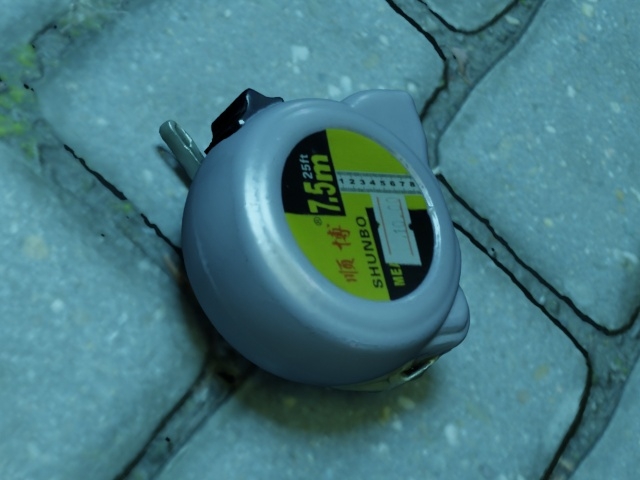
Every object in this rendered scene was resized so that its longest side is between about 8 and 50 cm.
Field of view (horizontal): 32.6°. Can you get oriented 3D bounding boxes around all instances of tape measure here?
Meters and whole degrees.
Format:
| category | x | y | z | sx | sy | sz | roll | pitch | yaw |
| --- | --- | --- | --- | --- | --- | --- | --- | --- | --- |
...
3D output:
| category | x | y | z | sx | sy | sz | roll | pitch | yaw |
| --- | --- | --- | --- | --- | --- | --- | --- | --- | --- |
| tape measure | -0.003 | -0.003 | 0.680 | 0.178 | 0.105 | 0.196 | 5 | 65 | -36 |
